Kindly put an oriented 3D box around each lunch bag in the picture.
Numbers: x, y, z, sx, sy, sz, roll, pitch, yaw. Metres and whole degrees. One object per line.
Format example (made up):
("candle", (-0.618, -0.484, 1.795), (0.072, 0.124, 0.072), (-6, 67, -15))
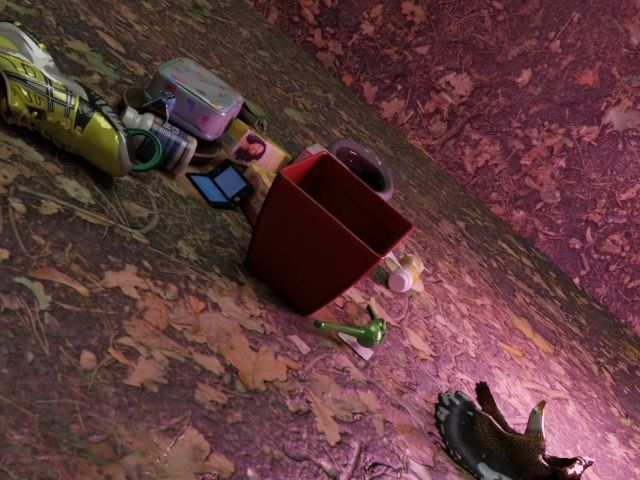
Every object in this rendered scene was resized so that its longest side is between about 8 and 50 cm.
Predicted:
("lunch bag", (-0.320, -0.362, 1.977), (0.224, 0.108, 0.279), (31, 19, -6))

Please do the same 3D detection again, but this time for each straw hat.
("straw hat", (0.255, 0.073, 2.211), (0.144, 0.061, 0.144), (34, 20, -14))

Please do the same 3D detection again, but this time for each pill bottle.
("pill bottle", (0.218, 0.101, 2.082), (0.065, 0.065, 0.116), (42, 21, 9))
("pill bottle", (-0.368, -0.225, 1.733), (0.169, 0.094, 0.094), (29, 22, -24))

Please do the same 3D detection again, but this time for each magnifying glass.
("magnifying glass", (-0.439, -0.222, 1.649), (0.231, 0.092, 0.026), (30, -15, 5))

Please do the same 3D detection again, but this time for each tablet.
("tablet", (0.075, 0.220, 1.671), (0.083, 0.006, 0.054), (41, 21, 7))

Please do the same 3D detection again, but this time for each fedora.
("fedora", (0.096, -0.180, 2.384), (0.243, 0.124, 0.275), (31, 30, -13))

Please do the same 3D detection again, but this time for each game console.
("game console", (-0.231, -0.135, 1.818), (0.122, 0.107, 0.071), (49, -6, 25))

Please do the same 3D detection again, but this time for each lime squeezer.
("lime squeezer", (0.093, 0.192, 1.702), (0.110, 0.059, 0.310), (13, 8, 23))

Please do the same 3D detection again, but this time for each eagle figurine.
("eagle figurine", (0.394, 0.418, 1.602), (0.298, 0.225, 0.226), (17, -38, 32))

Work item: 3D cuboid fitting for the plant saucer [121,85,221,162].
("plant saucer", (-0.371, -0.281, 1.929), (0.278, 0.041, 0.278), (33, 22, -15))

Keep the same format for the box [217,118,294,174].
("box", (-0.166, -0.233, 2.056), (0.058, 0.087, 0.232), (47, 12, 29))

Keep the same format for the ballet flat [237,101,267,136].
("ballet flat", (-0.226, -0.394, 2.389), (0.084, 0.058, 0.250), (18, 29, -46))

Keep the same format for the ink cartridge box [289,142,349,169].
("ink cartridge box", (-0.020, -0.176, 2.175), (0.127, 0.128, 0.176), (40, 21, 2))

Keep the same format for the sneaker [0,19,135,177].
("sneaker", (-0.527, -0.247, 1.509), (0.384, 0.145, 0.147), (41, 51, -1))

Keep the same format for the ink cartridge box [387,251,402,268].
("ink cartridge box", (0.100, -0.025, 1.958), (0.232, 0.066, 0.189), (49, 9, -50))

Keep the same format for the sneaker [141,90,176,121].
("sneaker", (-0.362, -0.312, 1.772), (0.063, 0.073, 0.162), (27, -3, -13))

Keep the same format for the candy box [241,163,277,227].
("candy box", (-0.047, -0.059, 1.936), (0.316, 0.087, 0.183), (21, 28, -42))

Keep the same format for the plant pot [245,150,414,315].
("plant pot", (0.000, 0.000, 1.662), (0.267, 0.236, 0.267), (40, 25, 7))
